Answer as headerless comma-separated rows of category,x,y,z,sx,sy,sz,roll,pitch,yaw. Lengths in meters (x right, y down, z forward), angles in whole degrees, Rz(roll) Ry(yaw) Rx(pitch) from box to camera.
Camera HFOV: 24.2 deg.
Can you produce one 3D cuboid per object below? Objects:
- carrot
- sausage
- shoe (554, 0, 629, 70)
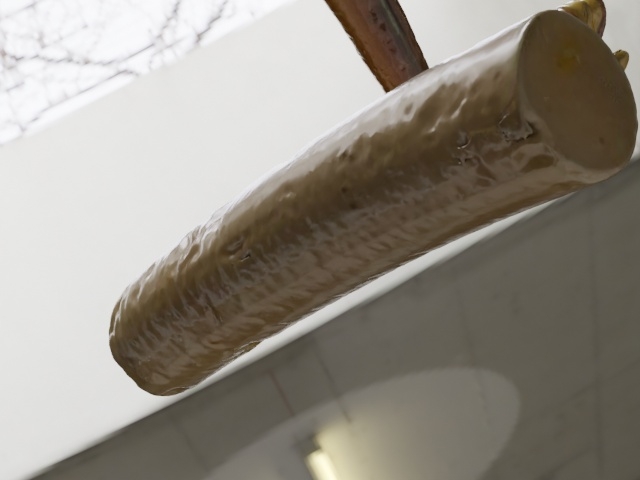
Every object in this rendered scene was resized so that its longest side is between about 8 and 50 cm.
carrot,0.036,-0.097,0.784,0.037,0.037,0.190,-31,-57,2
sausage,0.000,-0.002,0.577,0.066,0.065,0.301,-3,-17,-38
shoe,0.206,-0.140,1.177,0.069,0.072,0.109,-43,-62,-33
